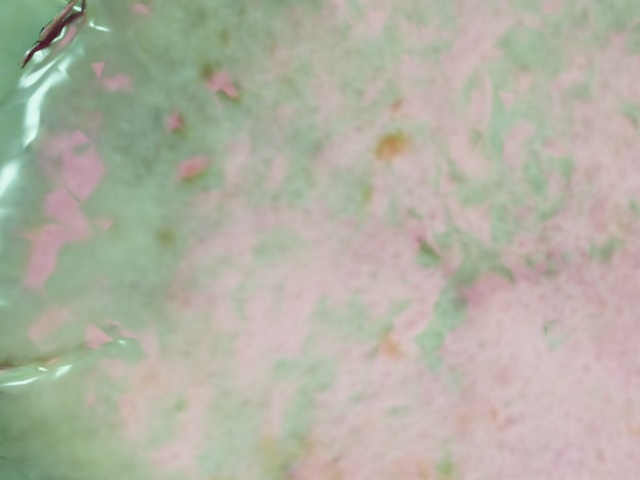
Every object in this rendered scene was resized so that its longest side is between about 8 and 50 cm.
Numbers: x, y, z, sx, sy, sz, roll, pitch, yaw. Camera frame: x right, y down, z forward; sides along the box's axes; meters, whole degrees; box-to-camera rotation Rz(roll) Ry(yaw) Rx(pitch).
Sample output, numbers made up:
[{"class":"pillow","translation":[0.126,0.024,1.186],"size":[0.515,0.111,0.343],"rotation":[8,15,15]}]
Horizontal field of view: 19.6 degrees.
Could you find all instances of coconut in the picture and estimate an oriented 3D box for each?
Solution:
[{"class":"coconut","translation":[0.000,0.000,0.586],"size":[0.346,0.360,0.346],"rotation":[0,89,-10]}]
